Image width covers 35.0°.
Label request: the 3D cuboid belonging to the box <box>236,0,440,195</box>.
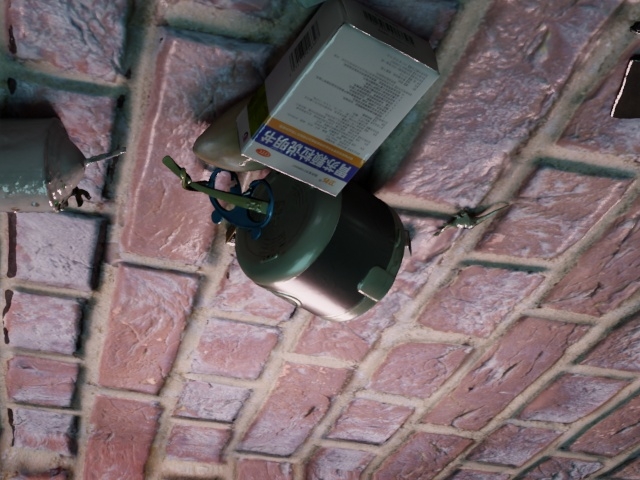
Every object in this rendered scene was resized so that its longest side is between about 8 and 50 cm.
[{"bbox_3d":[0.024,-0.236,1.674,0.200,0.106,0.299,23,127,-29],"label":"box"}]

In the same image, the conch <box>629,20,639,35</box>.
[{"bbox_3d":[0.551,-0.364,1.373,0.186,0.240,0.313,8,138,-35],"label":"conch"}]

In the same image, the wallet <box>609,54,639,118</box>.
[{"bbox_3d":[0.554,-0.261,1.744,0.082,0.018,0.156,1,149,4],"label":"wallet"}]

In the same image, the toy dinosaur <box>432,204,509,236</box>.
[{"bbox_3d":[0.303,-0.041,2.115,0.180,0.037,0.058,-12,170,35],"label":"toy dinosaur"}]

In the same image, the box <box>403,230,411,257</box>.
[{"bbox_3d":[0.089,0.016,2.219,0.218,0.039,0.055,-4,150,12],"label":"box"}]

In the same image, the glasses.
[{"bbox_3d":[-0.194,-0.111,1.908,0.239,0.102,0.207,22,163,50],"label":"glasses"}]

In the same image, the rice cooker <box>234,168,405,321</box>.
[{"bbox_3d":[0.001,0.002,1.988,0.288,0.288,0.277,-23,141,35],"label":"rice cooker"}]

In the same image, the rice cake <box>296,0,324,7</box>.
[{"bbox_3d":[0.049,-0.412,1.516,0.222,0.042,0.080,-12,141,25],"label":"rice cake"}]

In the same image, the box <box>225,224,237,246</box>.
[{"bbox_3d":[-0.158,-0.013,2.195,0.079,0.035,0.083,14,146,-18],"label":"box"}]

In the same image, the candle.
[{"bbox_3d":[-0.533,-0.141,1.883,0.330,0.187,0.187,-1,149,2],"label":"candle"}]

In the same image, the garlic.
[{"bbox_3d":[-0.094,-0.202,1.835,0.318,0.112,0.143,-32,133,28],"label":"garlic"}]
